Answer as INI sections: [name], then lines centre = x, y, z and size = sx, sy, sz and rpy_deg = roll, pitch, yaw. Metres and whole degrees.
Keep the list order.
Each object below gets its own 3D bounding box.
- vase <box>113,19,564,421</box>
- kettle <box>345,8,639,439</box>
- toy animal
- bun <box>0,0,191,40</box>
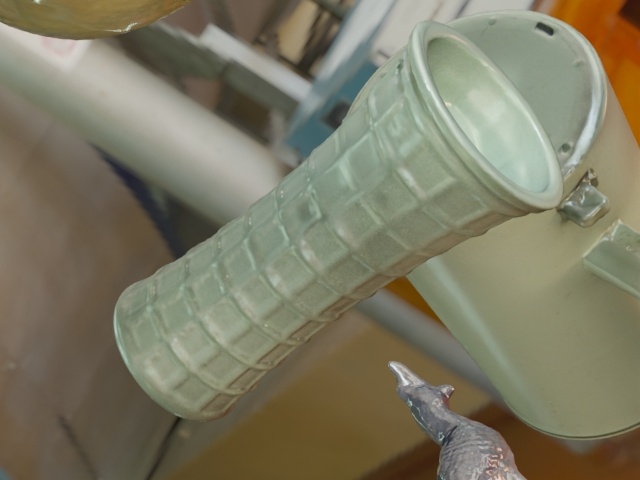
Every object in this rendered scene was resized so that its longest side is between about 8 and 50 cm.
[vase]
centre = 0.000, 0.000, 1.048
size = 0.299, 0.143, 0.143
rpy_deg = -36, 20, 27
[kettle]
centre = 0.192, 0.002, 1.214
size = 0.265, 0.318, 0.205
rpy_deg = 0, 55, 30
[toy animal]
centre = 0.176, 0.258, 1.617
size = 0.367, 0.206, 0.081
rpy_deg = -95, 24, -59
[bun]
centre = -0.102, -0.292, 0.885
size = 0.364, 0.202, 0.364
rpy_deg = 180, 90, -83
